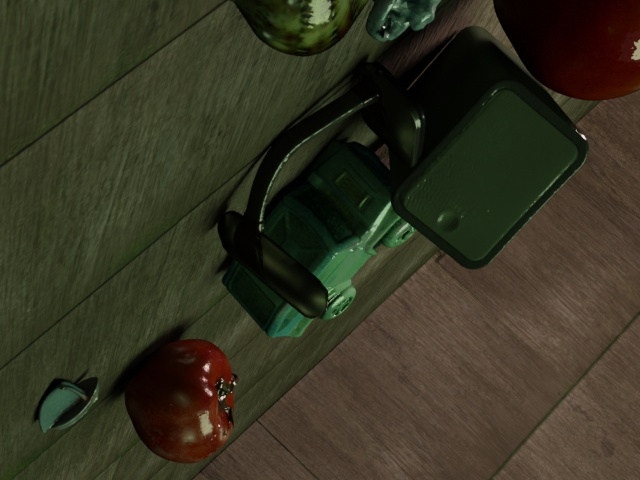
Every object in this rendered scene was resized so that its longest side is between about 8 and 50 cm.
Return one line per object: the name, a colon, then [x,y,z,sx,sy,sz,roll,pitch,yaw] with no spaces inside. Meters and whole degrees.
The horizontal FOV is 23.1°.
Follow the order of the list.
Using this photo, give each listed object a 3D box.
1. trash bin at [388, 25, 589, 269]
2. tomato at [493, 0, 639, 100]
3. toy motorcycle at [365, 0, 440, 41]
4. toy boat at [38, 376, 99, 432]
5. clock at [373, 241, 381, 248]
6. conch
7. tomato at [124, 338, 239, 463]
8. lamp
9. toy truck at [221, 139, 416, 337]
trash bin: [0.205,-0.136,2.075,0.223,0.158,0.343,-48,-166,15]
tomato: [0.346,-0.325,2.003,0.226,0.298,0.298,5,145,-23]
toy motorcycle: [0.119,-0.297,1.354,0.206,0.154,0.260,-47,165,-26]
toy boat: [-0.325,0.198,1.947,0.096,0.034,0.122,-45,162,-2]
clock: [0.099,-0.044,2.441,0.325,0.067,0.325,-37,-179,0]
conch: [-0.005,-0.234,1.184,0.181,0.124,0.187,-24,135,-44]
tomato: [-0.200,0.221,2.238,0.187,0.151,0.187,2,90,-73]
lamp: [0.021,-0.057,1.858,0.283,0.203,0.124,-41,152,-6]
toy truck: [0.000,0.000,2.135,0.279,0.155,0.156,-50,162,25]
